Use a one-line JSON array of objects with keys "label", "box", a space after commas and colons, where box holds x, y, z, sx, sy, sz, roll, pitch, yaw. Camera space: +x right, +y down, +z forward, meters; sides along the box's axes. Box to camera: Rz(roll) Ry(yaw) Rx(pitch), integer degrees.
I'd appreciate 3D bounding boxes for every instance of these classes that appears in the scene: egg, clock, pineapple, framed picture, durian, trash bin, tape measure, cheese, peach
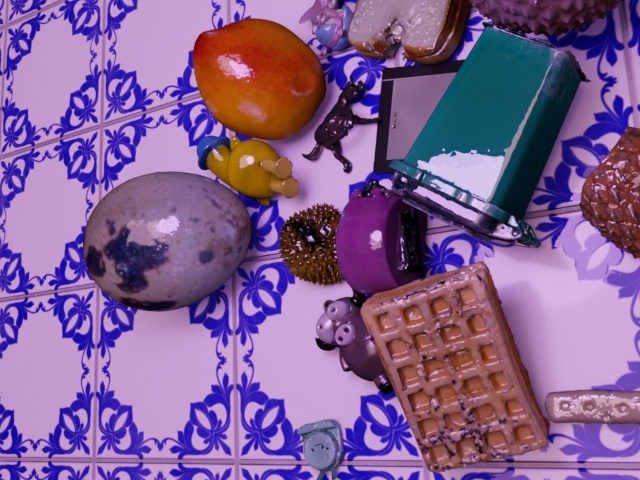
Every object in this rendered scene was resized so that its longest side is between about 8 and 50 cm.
[{"label": "egg", "box": [-0.374, 0.000, 1.749, 0.428, 0.345, 0.344, -10, 75, 13]}, {"label": "clock", "box": [0.006, 0.479, 1.605, 0.101, 0.041, 0.135, -22, 70, 26]}, {"label": "pineapple", "box": [0.636, -0.025, 1.251, 0.362, 0.202, 0.202, 45, 104, 17]}, {"label": "framed picture", "box": [0.285, -0.283, 1.599, 0.347, 0.016, 0.264, 0, 81, 30]}, {"label": "durian", "box": [0.000, 0.000, 1.633, 0.237, 0.138, 0.193, -43, 61, 22]}, {"label": "trash bin", "box": [0.351, -0.196, 1.387, 0.295, 0.259, 0.381, 30, 100, 28]}, {"label": "tape measure", "box": [0.140, -0.004, 1.507, 0.149, 0.232, 0.245, -3, 81, 30]}, {"label": "cheese", "box": [0.522, 0.313, 1.331, 0.194, 0.043, 0.064, -9, 71, 31]}, {"label": "peach", "box": [-0.150, -0.390, 1.702, 0.289, 0.308, 0.288, -10, 66, 24]}]

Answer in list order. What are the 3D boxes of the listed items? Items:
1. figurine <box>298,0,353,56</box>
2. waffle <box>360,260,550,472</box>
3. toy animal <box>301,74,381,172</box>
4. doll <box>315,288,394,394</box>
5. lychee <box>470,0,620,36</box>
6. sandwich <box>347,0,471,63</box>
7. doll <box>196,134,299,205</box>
[{"label": "figurine", "box": [0.041, -0.599, 1.745, 0.205, 0.103, 0.260, -29, 60, 51]}, {"label": "waffle", "box": [0.267, 0.249, 1.374, 0.261, 0.114, 0.376, -22, 95, 19]}, {"label": "toy animal", "box": [0.050, -0.276, 1.712, 0.232, 0.085, 0.148, -58, 39, 16]}, {"label": "doll", "box": [0.087, 0.220, 1.563, 0.257, 0.117, 0.182, 43, 110, 27]}, {"label": "lychee", "box": [0.443, -0.568, 1.318, 0.380, 0.432, 0.380, 0, 90, 42]}, {"label": "sandwich", "box": [0.208, -0.537, 1.642, 0.273, 0.095, 0.248, 16, 86, 33]}, {"label": "doll", "box": [-0.196, -0.178, 1.793, 0.363, 0.145, 0.199, 19, 134, 47]}]
